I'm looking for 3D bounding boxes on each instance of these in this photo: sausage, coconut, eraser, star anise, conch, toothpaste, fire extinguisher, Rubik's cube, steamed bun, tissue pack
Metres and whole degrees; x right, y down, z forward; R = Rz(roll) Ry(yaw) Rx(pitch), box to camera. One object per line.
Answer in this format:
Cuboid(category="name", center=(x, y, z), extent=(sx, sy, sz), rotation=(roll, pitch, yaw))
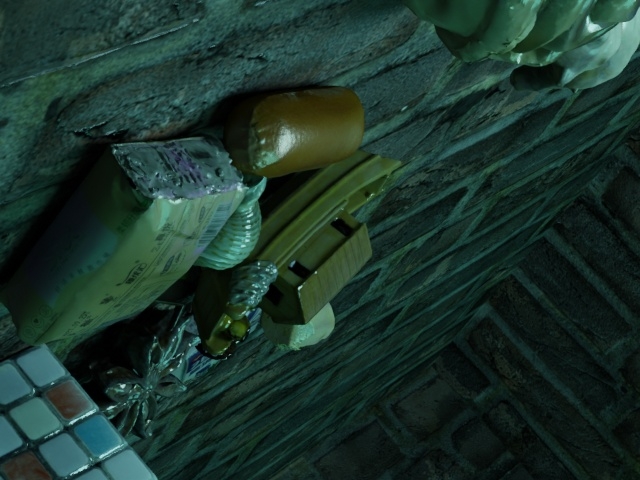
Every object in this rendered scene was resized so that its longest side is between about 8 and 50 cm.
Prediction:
Cuboid(category="sausage", center=(-0.028, -0.139, 1.683), extent=(0.105, 0.105, 0.274), rotation=(-50, 164, 27))
Cuboid(category="coconut", center=(-0.038, 0.140, 2.450), extent=(0.122, 0.116, 0.116), rotation=(-18, 153, -49))
Cuboid(category="eraser", center=(-0.198, 0.163, 2.186), extent=(0.210, 0.068, 0.124), rotation=(-36, 167, -23))
Cuboid(category="star anise", center=(-0.284, 0.196, 1.982), extent=(0.236, 0.109, 0.223), rotation=(-22, 142, -59))
Cuboid(category="conch", center=(-0.136, -0.037, 1.700), extent=(0.135, 0.102, 0.153), rotation=(3, 101, -54))
Cuboid(category="toothpaste", center=(-0.235, 0.235, 2.365), extent=(0.060, 0.038, 0.233), rotation=(-46, 168, 21))
Cuboid(category="fire extinguisher", center=(-0.217, 0.062, 1.833), extent=(0.106, 0.075, 0.252), rotation=(-41, 167, 6))
Cuboid(category="Rubik's cube", center=(-0.415, 0.332, 1.730), extent=(0.259, 0.253, 0.256), rotation=(-27, 159, -49))
Cuboid(category="steamed bun", center=(0.277, -0.342, 1.610), extent=(0.339, 0.247, 0.352), rotation=(-42, 170, 6))
Cuboid(category="tissue pack", center=(-0.223, 0.001, 1.542), extent=(0.256, 0.123, 0.215), rotation=(-50, 162, 26))

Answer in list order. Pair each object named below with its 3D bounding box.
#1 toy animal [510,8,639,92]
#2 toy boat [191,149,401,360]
Cuboid(category="toy animal", center=(0.367, -0.281, 1.974), extent=(0.266, 0.188, 0.308), rotation=(3, 143, -32))
Cuboid(category="toy boat", center=(-0.019, 0.003, 1.887), extent=(0.445, 0.162, 0.136), rotation=(-47, 170, -44))
